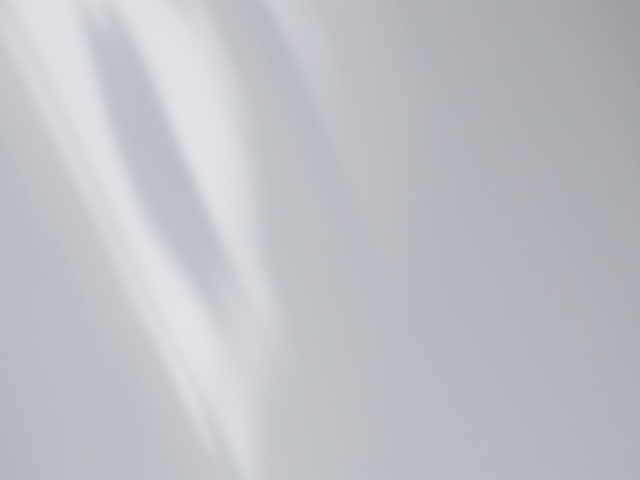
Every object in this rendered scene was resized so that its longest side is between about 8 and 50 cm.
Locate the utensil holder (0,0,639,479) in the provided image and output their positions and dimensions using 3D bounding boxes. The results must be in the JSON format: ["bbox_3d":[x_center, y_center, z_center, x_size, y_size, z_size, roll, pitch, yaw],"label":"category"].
[{"bbox_3d":[0.000,0.000,0.538,0.327,0.327,0.385,-27,79,29],"label":"utensil holder"}]
